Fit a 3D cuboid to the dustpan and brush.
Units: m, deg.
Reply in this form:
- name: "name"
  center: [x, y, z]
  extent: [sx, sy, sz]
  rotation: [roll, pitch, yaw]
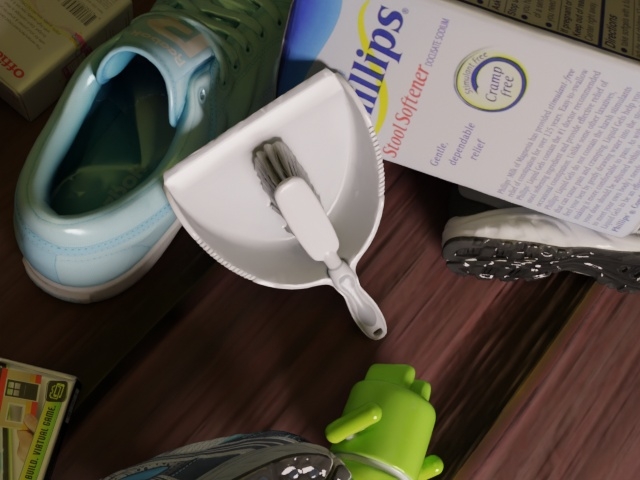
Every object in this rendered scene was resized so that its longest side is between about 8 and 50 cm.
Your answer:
- name: "dustpan and brush"
  center: [0.000, 0.000, 0.581]
  extent: [0.147, 0.211, 0.060]
  rotation: [-33, 45, -2]

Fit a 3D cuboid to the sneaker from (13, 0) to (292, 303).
- name: "sneaker"
  center: [-0.098, -0.123, 0.593]
  extent: [0.135, 0.150, 0.366]
  rotation: [26, 70, -4]

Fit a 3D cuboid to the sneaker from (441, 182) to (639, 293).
- name: "sneaker"
  center: [0.235, -0.020, 0.660]
  extent: [0.272, 0.100, 0.108]
  rotation: [8, 66, -9]

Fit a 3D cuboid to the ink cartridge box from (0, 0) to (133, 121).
- name: "ink cartridge box"
  center: [-0.225, -0.170, 0.634]
  extent: [0.088, 0.052, 0.122]
  rotation: [41, 69, 3]

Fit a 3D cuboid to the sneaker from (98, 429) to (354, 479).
- name: "sneaker"
  center: [-0.119, 0.199, 0.507]
  extent: [0.283, 0.122, 0.110]
  rotation: [-13, 97, -15]

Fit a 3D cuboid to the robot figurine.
- name: "robot figurine"
  center: [0.043, 0.148, 0.577]
  extent: [0.101, 0.067, 0.115]
  rotation: [47, 54, -37]

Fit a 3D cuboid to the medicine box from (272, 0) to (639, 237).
- name: "medicine box"
  center: [0.142, -0.181, 0.615]
  extent: [0.289, 0.149, 0.263]
  rotation: [19, 52, 1]

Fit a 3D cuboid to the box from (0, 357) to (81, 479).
- name: "box"
  center: [-0.248, 0.180, 0.526]
  extent: [0.114, 0.036, 0.207]
  rotation: [15, 70, -6]
